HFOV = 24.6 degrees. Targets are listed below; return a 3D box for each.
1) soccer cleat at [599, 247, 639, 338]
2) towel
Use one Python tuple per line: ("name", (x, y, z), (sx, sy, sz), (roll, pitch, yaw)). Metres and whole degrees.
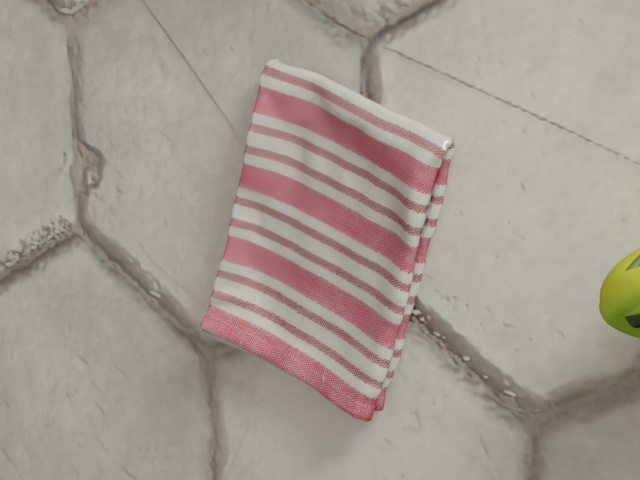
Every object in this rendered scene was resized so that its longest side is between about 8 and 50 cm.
("soccer cleat", (0.259, -0.027, 0.712), (0.289, 0.093, 0.121), (-29, 52, 41))
("towel", (0.000, 0.000, 0.926), (0.144, 0.029, 0.197), (26, 114, 29))
